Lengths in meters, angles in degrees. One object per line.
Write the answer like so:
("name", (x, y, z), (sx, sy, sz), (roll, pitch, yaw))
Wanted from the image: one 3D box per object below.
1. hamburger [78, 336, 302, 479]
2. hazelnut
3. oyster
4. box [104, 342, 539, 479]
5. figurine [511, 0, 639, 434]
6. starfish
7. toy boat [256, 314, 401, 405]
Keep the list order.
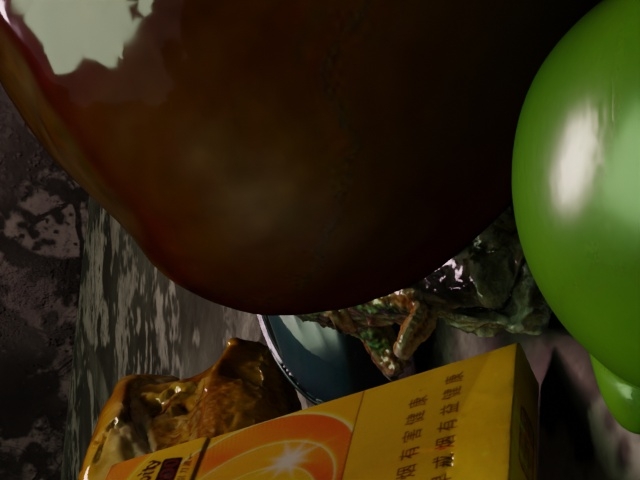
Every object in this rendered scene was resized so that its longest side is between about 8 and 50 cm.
("hamburger", (-0.063, 0.236, 0.997), (0.290, 0.170, 0.314), (-70, -38, -73))
("hazelnut", (-0.001, -0.146, 0.679), (0.366, 0.366, 0.366), (-178, 90, -74))
("oyster", (0.087, -0.009, 0.821), (0.125, 0.064, 0.177), (-42, 38, 50))
("box", (-0.014, 0.145, 0.756), (0.043, 0.269, 0.152), (63, -159, -21))
("figurine", (0.147, -0.064, 0.497), (0.162, 0.143, 0.263), (152, 129, -65))
("starfish", (0.002, 0.024, 0.827), (0.150, 0.053, 0.209), (47, 171, -5))
("toy boat", (0.000, 0.001, 1.012), (0.122, 0.114, 0.296), (80, 179, -56))
